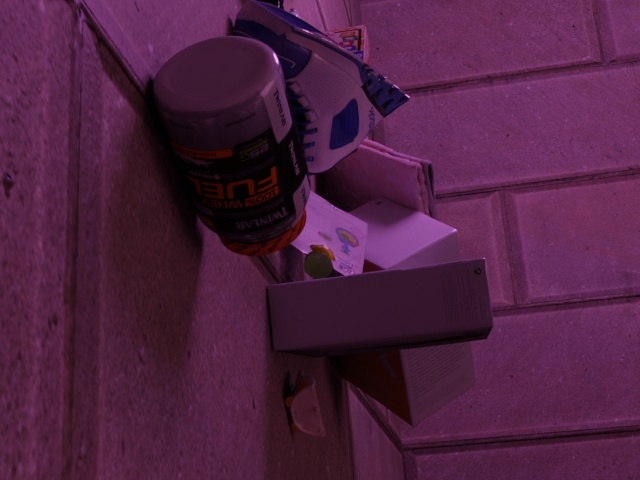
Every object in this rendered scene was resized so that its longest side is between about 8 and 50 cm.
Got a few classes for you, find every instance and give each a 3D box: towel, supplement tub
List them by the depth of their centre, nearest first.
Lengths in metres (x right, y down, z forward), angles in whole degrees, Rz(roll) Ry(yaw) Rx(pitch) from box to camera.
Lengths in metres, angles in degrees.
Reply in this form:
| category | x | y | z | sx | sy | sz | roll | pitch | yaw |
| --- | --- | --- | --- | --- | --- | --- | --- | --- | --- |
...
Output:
| category | x | y | z | sx | sy | sz | roll | pitch | yaw |
| --- | --- | --- | --- | --- | --- | --- | --- | --- | --- |
| supplement tub | -0.075 | -0.082 | 0.870 | 0.117 | 0.117 | 0.190 | -89 | 168 | -45 |
| towel | 0.120 | -0.045 | 1.842 | 0.317 | 0.053 | 0.331 | 26 | -45 | 49 |

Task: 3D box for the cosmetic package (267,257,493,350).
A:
| category | x | y | z | sx | sy | sz | roll | pitch | yaw |
| --- | --- | --- | --- | --- | --- | --- | --- | --- | --- |
| cosmetic package | 0.101 | 0.108 | 1.365 | 0.377 | 0.285 | 0.097 | 43 | 43 | -77 |

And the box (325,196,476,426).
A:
| category | x | y | z | sx | sy | sz | roll | pitch | yaw |
| --- | --- | --- | --- | --- | --- | --- | --- | --- | --- |
| box | 0.140 | 0.127 | 1.725 | 0.215 | 0.168 | 0.345 | 28 | -42 | 49 |

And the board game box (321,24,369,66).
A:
| category | x | y | z | sx | sy | sz | roll | pitch | yaw |
| --- | --- | --- | --- | --- | --- | --- | --- | --- | --- |
| board game box | 0.004 | -0.288 | 1.513 | 0.193 | 0.147 | 0.045 | -83 | 164 | -58 |

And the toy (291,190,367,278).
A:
| category | x | y | z | sx | sy | sz | roll | pitch | yaw |
| --- | --- | --- | --- | --- | --- | --- | --- | --- | --- |
| toy | 0.000 | 0.000 | 1.461 | 0.056 | 0.137 | 0.237 | -57 | -172 | 19 |

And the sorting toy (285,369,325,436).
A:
| category | x | y | z | sx | sy | sz | roll | pitch | yaw |
| --- | --- | --- | --- | --- | --- | --- | --- | --- | --- |
| sorting toy | -0.023 | 0.215 | 1.278 | 0.075 | 0.045 | 0.083 | -97 | 177 | -66 |

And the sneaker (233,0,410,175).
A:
| category | x | y | z | sx | sy | sz | roll | pitch | yaw |
| --- | --- | --- | --- | --- | --- | --- | --- | --- | --- |
| sneaker | -0.012 | -0.186 | 1.299 | 0.127 | 0.182 | 0.316 | 40 | 11 | 35 |

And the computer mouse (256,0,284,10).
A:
| category | x | y | z | sx | sy | sz | roll | pitch | yaw |
| --- | --- | --- | --- | --- | --- | --- | --- | --- | --- |
| computer mouse | -0.075 | -0.421 | 1.328 | 0.272 | 0.072 | 0.188 | 69 | 17 | -61 |

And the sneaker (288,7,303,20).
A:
| category | x | y | z | sx | sy | sz | roll | pitch | yaw |
| --- | --- | --- | --- | --- | --- | --- | --- | --- | --- |
| sneaker | -0.038 | -0.365 | 1.669 | 0.069 | 0.038 | 0.098 | -82 | 163 | -60 |

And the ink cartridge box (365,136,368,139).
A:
| category | x | y | z | sx | sy | sz | roll | pitch | yaw |
| --- | --- | --- | --- | --- | --- | --- | --- | --- | --- |
| ink cartridge box | 0.055 | -0.182 | 1.971 | 0.046 | 0.097 | 0.207 | -79 | 161 | -66 |
